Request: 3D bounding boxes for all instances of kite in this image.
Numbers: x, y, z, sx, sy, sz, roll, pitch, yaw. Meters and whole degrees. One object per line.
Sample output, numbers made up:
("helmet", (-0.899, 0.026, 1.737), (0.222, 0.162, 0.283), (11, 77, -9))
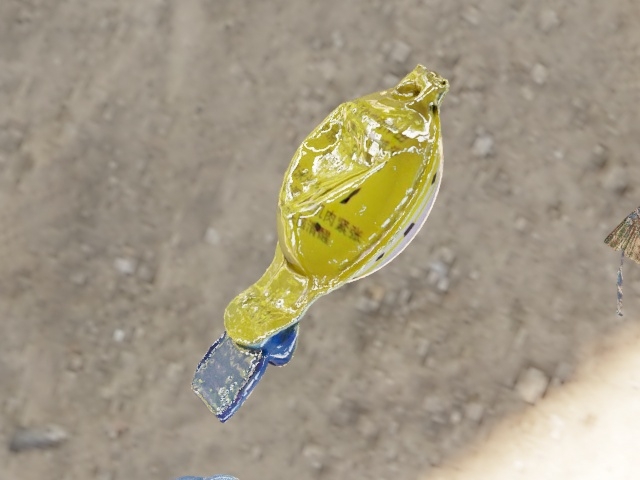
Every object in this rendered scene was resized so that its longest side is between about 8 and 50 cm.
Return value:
("kite", (0.284, 0.025, 1.600), (0.010, 0.183, 0.160), (-25, 48, 37))

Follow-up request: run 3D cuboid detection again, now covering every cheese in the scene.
("cheese", (0.000, 0.000, 1.230), (0.250, 0.064, 0.156), (-54, 26, 3))

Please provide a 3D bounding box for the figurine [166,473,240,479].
("figurine", (-0.099, 0.220, 1.583), (0.087, 0.149, 0.086), (21, 86, -1))
